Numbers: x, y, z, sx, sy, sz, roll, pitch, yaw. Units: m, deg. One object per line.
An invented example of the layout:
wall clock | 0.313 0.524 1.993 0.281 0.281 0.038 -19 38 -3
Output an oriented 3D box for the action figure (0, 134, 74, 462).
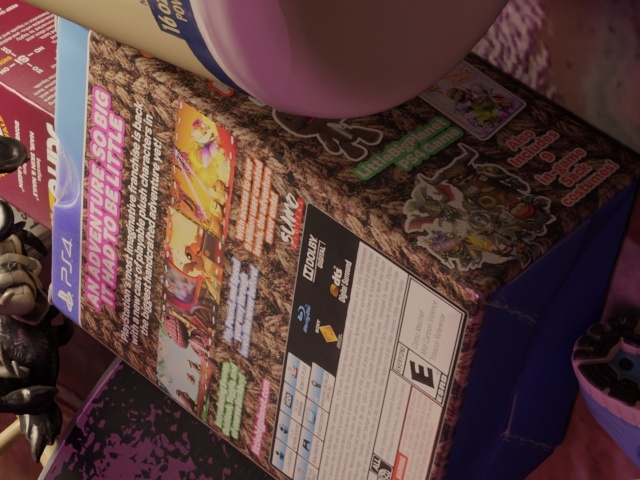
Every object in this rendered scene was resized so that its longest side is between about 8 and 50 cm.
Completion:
action figure | -0.230 0.039 1.194 0.276 0.140 0.164 91 172 -57

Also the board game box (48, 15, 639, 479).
board game box | 0.000 0.000 1.050 0.291 0.141 0.232 35 140 24

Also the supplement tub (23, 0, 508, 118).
supplement tub | -0.074 -0.210 0.883 0.324 0.235 0.235 25 135 34

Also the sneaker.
sneaker | 0.202 0.107 0.998 0.162 0.063 0.073 41 160 24

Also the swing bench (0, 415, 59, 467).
swing bench | -0.186 0.278 1.415 0.254 0.165 0.253 40 156 18

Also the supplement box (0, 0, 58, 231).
supplement box | -0.173 -0.077 1.232 0.188 0.081 0.104 31 138 27

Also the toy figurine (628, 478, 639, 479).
toy figurine | 0.240 0.168 0.869 0.148 0.209 0.213 22 142 58

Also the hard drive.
hard drive | -0.089 0.148 1.235 0.172 0.054 0.255 40 106 18

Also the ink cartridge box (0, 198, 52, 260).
ink cartridge box | -0.329 -0.021 1.420 0.201 0.117 0.278 54 143 0
